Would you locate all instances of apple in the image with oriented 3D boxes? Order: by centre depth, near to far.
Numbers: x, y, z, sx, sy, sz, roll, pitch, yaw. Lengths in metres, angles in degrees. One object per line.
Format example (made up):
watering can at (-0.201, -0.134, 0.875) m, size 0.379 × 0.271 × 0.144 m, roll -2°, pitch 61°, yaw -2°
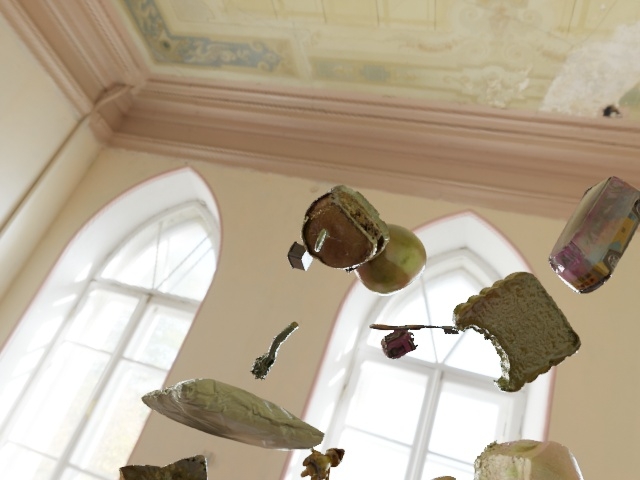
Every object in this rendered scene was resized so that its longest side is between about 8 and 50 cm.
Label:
apple at (0.284, 0.075, 2.304) m, size 0.277 × 0.319 × 0.319 m, roll 51°, pitch -33°, yaw -6°

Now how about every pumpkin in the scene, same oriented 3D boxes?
pumpkin at (-0.413, 0.727, 1.449) m, size 0.259 × 0.290 × 0.095 m, roll 1°, pitch -46°, yaw -26°

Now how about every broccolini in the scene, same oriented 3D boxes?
broccolini at (-0.107, 0.254, 1.257) m, size 0.054 × 0.051 × 0.239 m, roll -8°, pitch -35°, yaw -36°

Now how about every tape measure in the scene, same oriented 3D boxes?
tape measure at (0.269, 0.353, 1.854) m, size 0.118 × 0.125 × 0.074 m, roll -98°, pitch 163°, yaw -80°

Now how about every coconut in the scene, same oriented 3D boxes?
coconut at (0.476, 0.565, 1.214) m, size 0.233 × 0.233 × 0.245 m, roll 32°, pitch -33°, yaw -20°

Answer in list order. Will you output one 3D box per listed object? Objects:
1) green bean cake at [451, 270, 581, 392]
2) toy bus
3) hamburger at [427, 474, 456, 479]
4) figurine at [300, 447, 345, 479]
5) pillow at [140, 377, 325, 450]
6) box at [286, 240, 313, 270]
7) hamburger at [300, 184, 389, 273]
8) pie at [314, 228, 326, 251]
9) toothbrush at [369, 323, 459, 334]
green bean cake at (0.462, 0.218, 1.309) m, size 0.236 × 0.233 × 0.124 m, roll 57°, pitch 0°, yaw 7°
toy bus at (0.853, -0.022, 1.677) m, size 0.162 × 0.386 × 0.171 m, roll 37°, pitch -24°, yaw 7°
hamburger at (0.351, 0.975, 1.736) m, size 0.287 × 0.268 × 0.445 m, roll -9°, pitch -79°, yaw 65°
figurine at (0.006, 0.753, 1.811) m, size 0.176 × 0.121 × 0.122 m, roll -9°, pitch -32°, yaw -43°
pillow at (-0.170, 0.319, 0.997) m, size 0.274 × 0.076 × 0.281 m, roll 28°, pitch -30°, yaw -21°
box at (-0.082, 0.068, 2.212) m, size 0.069 × 0.084 × 0.122 m, roll 17°, pitch -28°, yaw 22°
hamburger at (0.079, -0.032, 2.079) m, size 0.277 × 0.195 × 0.318 m, roll -41°, pitch -95°, yaw 30°
pie at (0.000, 0.000, 1.754) m, size 0.017 × 0.085 × 0.085 m, roll 23°, pitch -27°, yaw 4°
toothbrush at (0.287, 0.276, 1.700) m, size 0.321 × 0.023 × 0.031 m, roll -3°, pitch -63°, yaw 39°
